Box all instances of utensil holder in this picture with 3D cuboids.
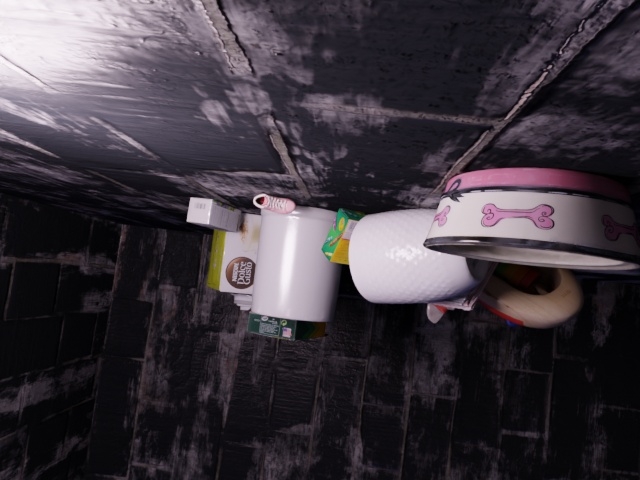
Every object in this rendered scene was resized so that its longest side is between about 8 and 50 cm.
[{"bbox_3d":[-0.075,0.084,1.875,0.328,0.385,0.327,6,175,1],"label":"utensil holder"}]

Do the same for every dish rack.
[{"bbox_3d":[-0.207,0.279,2.291,0.333,0.072,0.285,3,174,13],"label":"dish rack"}]

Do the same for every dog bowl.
[{"bbox_3d":[0.422,-0.037,1.043,0.409,0.150,0.408,7,176,0],"label":"dog bowl"}]

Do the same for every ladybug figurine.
[{"bbox_3d":[0.617,0.130,1.681,0.305,0.161,0.449,-29,-130,-26],"label":"ladybug figurine"}]

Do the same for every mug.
[{"bbox_3d":[0.320,0.024,1.510,0.328,0.276,0.374,-6,-162,40],"label":"mug"}]

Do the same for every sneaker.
[{"bbox_3d":[-0.144,-0.112,1.592,0.135,0.050,0.070,11,-179,0],"label":"sneaker"}]

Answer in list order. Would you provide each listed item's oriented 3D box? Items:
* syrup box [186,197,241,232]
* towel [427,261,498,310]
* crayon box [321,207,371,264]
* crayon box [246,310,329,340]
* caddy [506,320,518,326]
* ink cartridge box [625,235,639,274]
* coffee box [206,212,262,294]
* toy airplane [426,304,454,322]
[{"bbox_3d":[-0.398,-0.093,1.958,0.093,0.096,0.237,8,176,19],"label":"syrup box"},{"bbox_3d":[0.405,0.068,1.644,0.332,0.317,0.053,2,139,53],"label":"towel"},{"bbox_3d":[0.163,0.002,1.742,0.279,0.165,0.081,9,-153,-30],"label":"crayon box"},{"bbox_3d":[-0.112,0.323,1.991,0.202,0.081,0.319,6,175,24],"label":"crayon box"},{"bbox_3d":[0.760,0.156,1.951,0.241,0.341,0.179,11,-168,-46],"label":"caddy"},{"bbox_3d":[0.795,0.029,1.498,0.278,0.116,0.202,10,175,-43],"label":"ink cartridge box"},{"bbox_3d":[-0.301,0.067,2.301,0.335,0.337,0.338,8,176,-21],"label":"coffee box"},{"bbox_3d":[0.421,0.205,2.308,0.273,0.386,0.384,-28,-134,-12],"label":"toy airplane"}]
